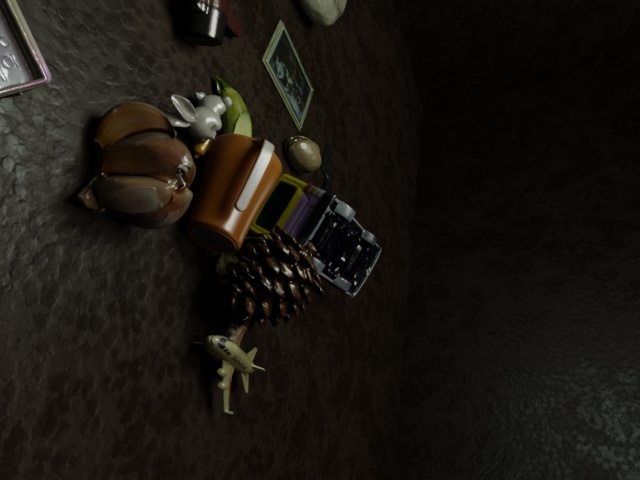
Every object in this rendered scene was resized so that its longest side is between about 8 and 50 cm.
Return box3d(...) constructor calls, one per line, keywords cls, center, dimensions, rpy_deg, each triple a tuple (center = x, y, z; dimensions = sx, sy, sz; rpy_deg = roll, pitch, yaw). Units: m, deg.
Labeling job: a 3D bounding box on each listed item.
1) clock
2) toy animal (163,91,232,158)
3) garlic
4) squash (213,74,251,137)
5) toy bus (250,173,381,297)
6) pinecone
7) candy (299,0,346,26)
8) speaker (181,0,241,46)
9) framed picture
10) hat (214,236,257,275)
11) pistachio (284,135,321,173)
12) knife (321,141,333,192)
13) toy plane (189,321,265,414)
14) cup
box3d(cls="clock", center=(-0.482, -0.255, 0.635), dimensions=(0.192, 0.071, 0.147), rpy_deg=(-56, 136, -55))
box3d(cls="toy animal", center=(-0.288, -0.271, 1.082), dimensions=(0.127, 0.131, 0.182), rpy_deg=(41, 32, -14))
box3d(cls="garlic", center=(-0.323, -0.131, 0.881), dimensions=(0.160, 0.190, 0.214), rpy_deg=(93, -7, -63))
box3d(cls="squash", center=(-0.224, -0.326, 1.222), dimensions=(0.090, 0.075, 0.200), rpy_deg=(-23, 107, -38))
box3d(cls="toy bus", center=(0.000, 0.000, 1.456), dimensions=(0.210, 0.249, 0.440), rpy_deg=(-59, 148, -5))
box3d(cls="pinecone", center=(-0.116, 0.096, 1.115), dimensions=(0.272, 0.224, 0.224), rpy_deg=(-39, 129, -20))
box3d(cls="candy", center=(0.002, -0.928, 1.696), dimensions=(0.295, 0.185, 0.296), rpy_deg=(8, 90, -78))
box3d(cls="speaker", center=(-0.269, -0.634, 1.152), dimensions=(0.259, 0.198, 0.330), rpy_deg=(-151, -112, -72))
box3d(cls="framed picture", center=(-0.098, -0.556, 1.608), dimensions=(0.296, 0.019, 0.233), rpy_deg=(57, 37, -47))
box3d(cls="hat", center=(-0.217, 0.037, 1.205), dimensions=(0.145, 0.067, 0.146), rpy_deg=(-25, 137, -26))
box3d(cls="pistachio", center=(-0.058, -0.284, 1.566), dimensions=(0.149, 0.113, 0.113), rpy_deg=(34, 54, -42))
box3d(cls="knife", center=(0.021, -0.278, 1.839), dimensions=(0.072, 0.019, 0.246), rpy_deg=(49, 40, -48))
box3d(cls="toy plane", center=(-0.210, 0.274, 1.121), dimensions=(0.256, 0.104, 0.242), rpy_deg=(52, 43, -51))
box3d(cls="cup", center=(-0.195, -0.117, 1.101), dimensions=(0.182, 0.226, 0.264), rpy_deg=(30, 60, -24))
